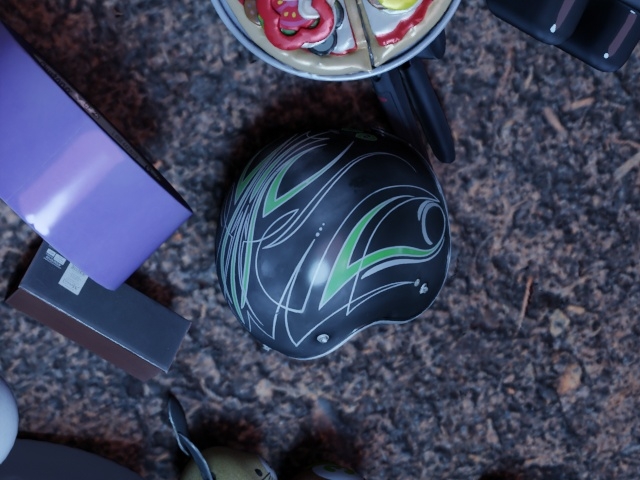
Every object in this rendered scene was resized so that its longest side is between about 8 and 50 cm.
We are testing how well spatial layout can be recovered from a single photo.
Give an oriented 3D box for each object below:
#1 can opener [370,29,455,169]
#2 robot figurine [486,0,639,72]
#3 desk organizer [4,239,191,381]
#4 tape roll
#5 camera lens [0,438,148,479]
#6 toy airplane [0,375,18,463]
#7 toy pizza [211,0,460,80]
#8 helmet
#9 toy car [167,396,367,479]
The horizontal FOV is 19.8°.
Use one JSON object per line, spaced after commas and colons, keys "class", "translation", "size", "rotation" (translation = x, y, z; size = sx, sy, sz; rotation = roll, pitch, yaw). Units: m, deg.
{"class": "can opener", "translation": [0.064, -0.123, 1.420], "size": [0.059, 0.073, 0.186], "rotation": [-29, 128, -18]}
{"class": "robot figurine", "translation": [0.235, -0.268, 1.358], "size": [0.278, 0.173, 0.209], "rotation": [-62, 162, 10]}
{"class": "desk organizer", "translation": [-0.171, 0.055, 1.400], "size": [0.130, 0.050, 0.047], "rotation": [32, 63, -14]}
{"class": "tape roll", "translation": [-0.182, -0.059, 1.272], "size": [0.080, 0.189, 0.189], "rotation": [-44, 120, 0]}
{"class": "camera lens", "translation": [-0.232, 0.315, 1.386], "size": [0.219, 0.219, 0.274], "rotation": [8, 107, -24]}
{"class": "toy airplane", "translation": [-0.307, 0.097, 1.185], "size": [0.272, 0.384, 0.386], "rotation": [10, 107, -38]}
{"class": "toy pizza", "translation": [0.011, -0.216, 1.328], "size": [0.201, 0.032, 0.201], "rotation": [0, 98, 1]}
{"class": "helmet", "translation": [0.000, 0.000, 1.385], "size": [0.161, 0.169, 0.169], "rotation": [-15, 117, -33]}
{"class": "toy car", "translation": [-0.054, 0.200, 1.461], "size": [0.149, 0.155, 0.188], "rotation": [-41, 107, -2]}
